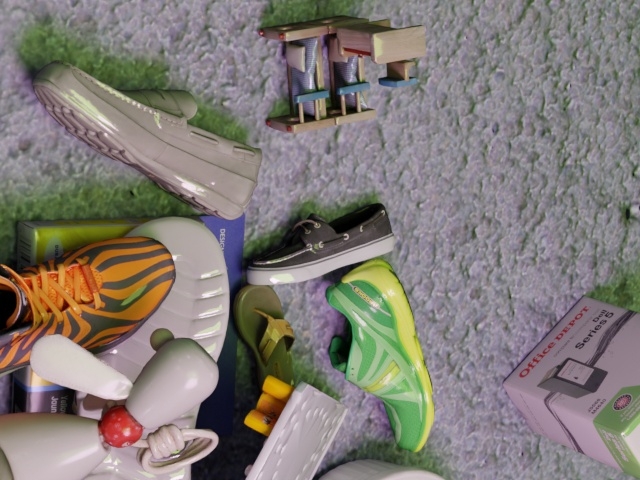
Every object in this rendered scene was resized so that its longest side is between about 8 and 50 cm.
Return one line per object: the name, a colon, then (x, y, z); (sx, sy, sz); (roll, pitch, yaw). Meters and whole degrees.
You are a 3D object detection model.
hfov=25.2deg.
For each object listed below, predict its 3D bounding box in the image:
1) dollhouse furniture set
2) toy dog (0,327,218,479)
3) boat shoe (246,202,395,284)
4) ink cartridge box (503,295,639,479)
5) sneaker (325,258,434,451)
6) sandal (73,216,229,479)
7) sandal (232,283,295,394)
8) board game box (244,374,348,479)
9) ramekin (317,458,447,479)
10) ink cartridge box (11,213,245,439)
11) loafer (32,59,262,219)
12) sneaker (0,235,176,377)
dollhouse furniture set: (0.026, -0.199, 1.759); (0.129, 0.183, 0.129); (-14, 109, -29)
toy dog: (-0.281, 0.184, 1.522); (0.333, 0.161, 0.220); (-23, 153, -16)
boat shoe: (0.000, 0.000, 1.856); (0.228, 0.080, 0.076); (-15, 103, -29)
ink cartridge box: (0.425, 0.208, 2.053); (0.198, 0.273, 0.115); (-44, 118, -16)
sneaker: (0.077, 0.160, 1.942); (0.123, 0.109, 0.295); (-17, 116, 0)
sandal: (-0.212, 0.176, 1.674); (0.169, 0.102, 0.416); (11, 82, -10)
sandal: (-0.061, 0.134, 1.859); (0.072, 0.049, 0.180); (-30, 117, -35)
board game box: (-0.101, 0.351, 1.746); (0.390, 0.050, 0.390); (-61, 168, -5)
ramekin: (0.068, 0.427, 1.969); (0.273, 0.127, 0.273); (-8, 105, -31)
ink cartridge box: (-0.222, 0.122, 1.753); (0.307, 0.072, 0.304); (-3, 103, -30)
loafer: (-0.197, -0.134, 1.688); (0.319, 0.112, 0.111); (33, 78, -41)
sneaker: (-0.292, 0.069, 1.524); (0.321, 0.180, 0.125); (-26, 81, -20)
